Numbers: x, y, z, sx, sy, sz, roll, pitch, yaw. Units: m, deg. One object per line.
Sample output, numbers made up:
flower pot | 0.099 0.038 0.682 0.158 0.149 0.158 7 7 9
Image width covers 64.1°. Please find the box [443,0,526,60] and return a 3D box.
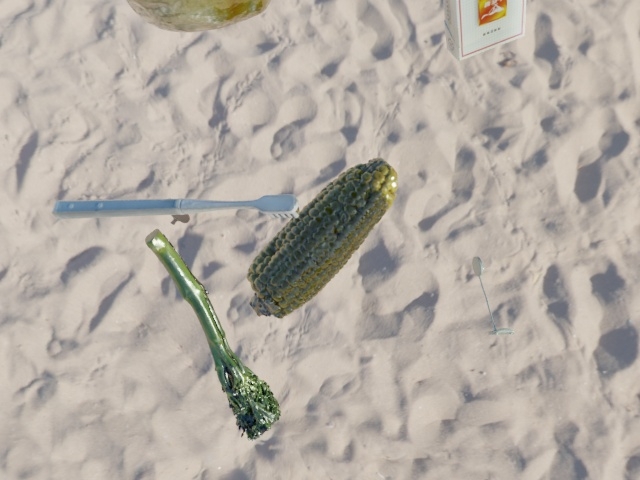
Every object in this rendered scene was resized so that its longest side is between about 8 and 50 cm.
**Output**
box | 0.443 -0.682 1.383 0.210 0.330 0.095 -21 47 2

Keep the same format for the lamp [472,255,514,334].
lamp | 0.410 0.132 1.228 0.056 0.050 0.198 -10 77 -3

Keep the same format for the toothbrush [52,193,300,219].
toothbrush | -0.186 -0.040 0.623 0.342 0.030 0.025 0 70 16

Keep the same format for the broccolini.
broccolini | -0.100 0.094 0.493 0.051 0.054 0.239 -21 110 3

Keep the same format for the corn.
corn | 0.000 0.000 0.814 0.322 0.119 0.119 -44 77 9

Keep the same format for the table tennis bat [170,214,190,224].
table tennis bat | -0.314 -0.052 1.121 0.050 0.083 0.007 36 58 -14

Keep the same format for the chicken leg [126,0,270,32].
chicken leg | -0.161 -0.288 0.472 0.201 0.153 0.429 -30 39 -21
